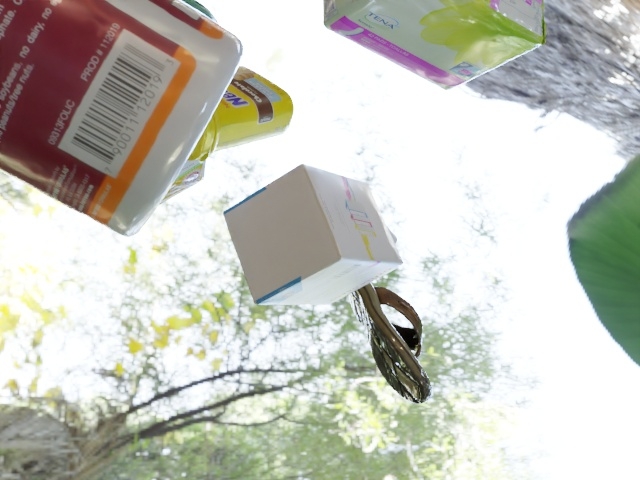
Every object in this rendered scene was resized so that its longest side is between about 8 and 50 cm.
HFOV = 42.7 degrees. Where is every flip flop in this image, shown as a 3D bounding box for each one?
[{"bbox_3d":[0.104,0.118,1.216,0.277,0.080,0.112,-118,-166,-48],"label":"flip flop"}]

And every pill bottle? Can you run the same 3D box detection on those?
[{"bbox_3d":[-0.289,-0.188,0.741,0.224,0.392,0.224,-55,-166,21],"label":"pill bottle"}]

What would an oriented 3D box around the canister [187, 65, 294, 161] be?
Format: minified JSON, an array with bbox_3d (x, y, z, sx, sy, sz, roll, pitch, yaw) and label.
[{"bbox_3d":[-0.129,-0.165,1.022,0.126,0.170,0.073,34,-57,24],"label":"canister"}]

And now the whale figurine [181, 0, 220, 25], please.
[{"bbox_3d":[-0.254,-0.327,1.274,0.216,0.272,0.141,44,-76,23],"label":"whale figurine"}]

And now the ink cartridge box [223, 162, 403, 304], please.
[{"bbox_3d":[0.000,0.000,0.735,0.092,0.143,0.089,-29,-107,23],"label":"ink cartridge box"}]

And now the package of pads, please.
[{"bbox_3d":[0.183,-0.359,1.287,0.229,0.297,0.101,-20,-121,52],"label":"package of pads"}]

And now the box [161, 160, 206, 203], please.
[{"bbox_3d":[-0.233,-0.159,1.176,0.114,0.103,0.203,46,-30,18],"label":"box"}]
